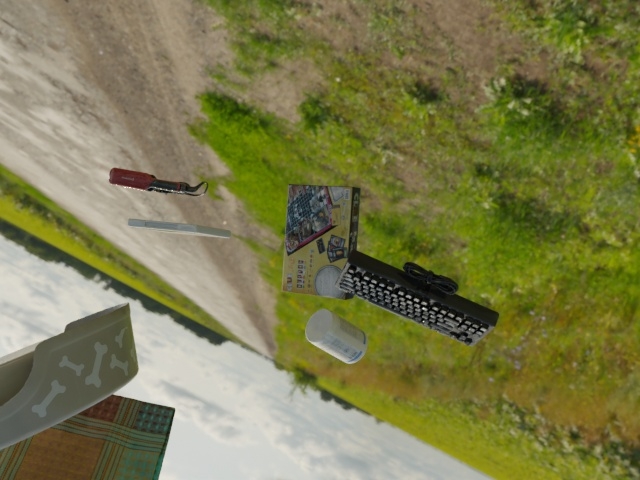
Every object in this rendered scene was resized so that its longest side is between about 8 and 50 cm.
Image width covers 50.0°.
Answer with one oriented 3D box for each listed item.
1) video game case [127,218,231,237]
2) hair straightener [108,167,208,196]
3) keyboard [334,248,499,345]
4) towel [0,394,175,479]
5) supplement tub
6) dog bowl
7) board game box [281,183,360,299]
[{"bbox_3d":[-0.270,-0.023,1.333,0.143,0.019,0.157,5,178,16],"label":"video game case"},{"bbox_3d":[-0.356,-0.131,1.555,0.230,0.047,0.089,5,178,14],"label":"hair straightener"},{"bbox_3d":[0.109,0.065,0.780,0.180,0.023,0.108,23,144,0],"label":"keyboard"},{"bbox_3d":[-0.410,0.412,1.127,0.271,0.370,0.040,15,137,-6],"label":"towel"},{"bbox_3d":[0.032,0.180,1.282,0.107,0.071,0.071,36,166,-34],"label":"supplement tub"},{"bbox_3d":[-0.408,0.195,0.925,0.102,0.349,0.349,69,164,-2],"label":"dog bowl"},{"bbox_3d":[0.000,0.000,1.517,0.165,0.243,0.042,5,-177,29],"label":"board game box"}]
